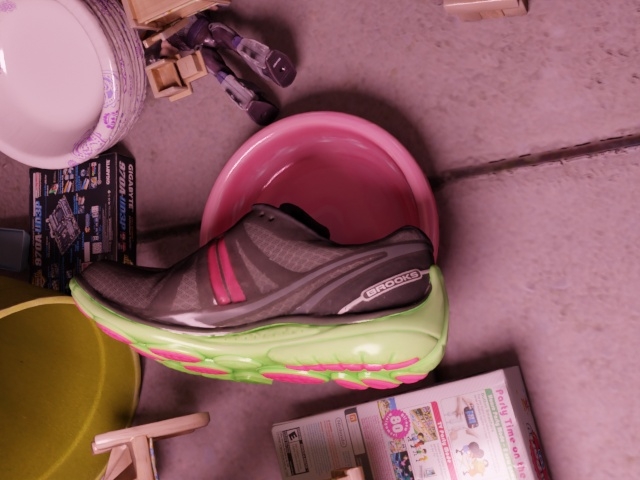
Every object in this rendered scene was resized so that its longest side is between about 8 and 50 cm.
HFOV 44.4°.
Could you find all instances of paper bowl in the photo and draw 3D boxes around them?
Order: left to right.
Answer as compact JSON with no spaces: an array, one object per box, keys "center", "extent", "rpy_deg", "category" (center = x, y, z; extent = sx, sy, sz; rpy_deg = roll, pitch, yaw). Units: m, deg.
[{"center":[-0.385,-0.258,1.149],"extent":[0.284,0.148,0.284],"rpy_deg":[8,115,17],"category":"paper bowl"}]

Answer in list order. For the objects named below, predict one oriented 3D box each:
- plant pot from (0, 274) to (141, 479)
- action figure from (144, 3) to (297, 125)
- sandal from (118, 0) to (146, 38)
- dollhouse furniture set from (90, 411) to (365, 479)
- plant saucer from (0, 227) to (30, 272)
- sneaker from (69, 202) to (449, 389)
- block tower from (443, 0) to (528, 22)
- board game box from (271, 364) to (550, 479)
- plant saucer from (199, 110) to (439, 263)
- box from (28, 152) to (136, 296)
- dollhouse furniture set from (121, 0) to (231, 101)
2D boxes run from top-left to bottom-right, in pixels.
[{"center":[-0.512,0.191,1.113],"extent":[0.353,0.366,0.366],"rpy_deg":[22,93,35],"category":"plant pot"},{"center":[-0.159,-0.288,1.133],"extent":[0.285,0.099,0.185],"rpy_deg":[40,105,26],"category":"action figure"},{"center":[-0.363,-0.316,1.237],"extent":[0.102,0.076,0.265],"rpy_deg":[45,102,22],"category":"sandal"},{"center":[-0.112,0.384,0.928],"extent":[0.256,0.394,0.362],"rpy_deg":[-8,76,-19],"category":"dollhouse furniture set"},{"center":[-0.526,0.012,1.273],"extent":[0.192,0.018,0.067],"rpy_deg":[5,89,40],"category":"plant saucer"},{"center":[-0.078,0.060,0.940],"extent":[0.482,0.185,0.202],"rpy_deg":[1,66,21],"category":"sneaker"},{"center":[0.211,-0.441,0.988],"extent":[0.091,0.097,0.335],"rpy_deg":[0,81,24],"category":"block tower"},{"center":[0.112,0.293,0.936],"extent":[0.303,0.097,0.224],"rpy_deg":[-18,77,23],"category":"board game box"},{"center":[0.000,0.000,1.030],"extent":[0.332,0.084,0.332],"rpy_deg":[-3,82,25],"category":"plant saucer"},{"center":[-0.371,-0.016,1.216],"extent":[0.175,0.051,0.220],"rpy_deg":[-7,80,24],"category":"box"},{"center":[-0.146,-0.290,1.043],"extent":[0.182,0.101,0.161],"rpy_deg":[-15,95,24],"category":"dollhouse furniture set"}]
